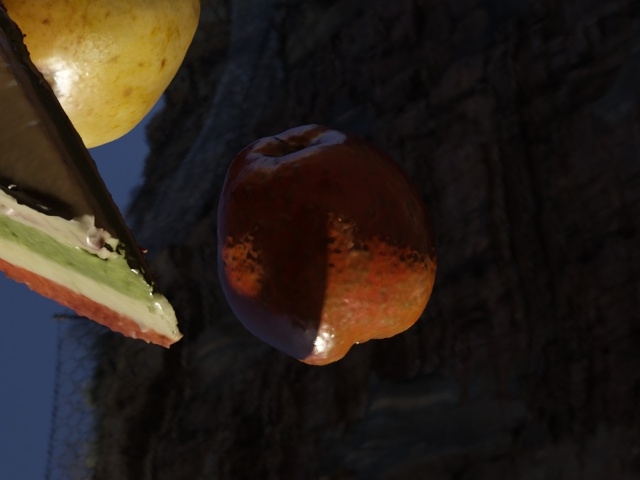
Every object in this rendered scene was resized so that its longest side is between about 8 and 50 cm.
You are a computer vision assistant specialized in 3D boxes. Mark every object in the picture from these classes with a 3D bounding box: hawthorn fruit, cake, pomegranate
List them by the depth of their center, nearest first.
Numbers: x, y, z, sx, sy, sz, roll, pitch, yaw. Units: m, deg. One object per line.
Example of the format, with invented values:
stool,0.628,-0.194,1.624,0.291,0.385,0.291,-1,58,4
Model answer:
cake,-0.145,-0.037,0.393,0.220,0.117,0.086,58,176,30
hawthorn fruit,0.000,0.000,0.948,0.189,0.189,0.189,35,-139,-38
pomegranate,-0.258,-0.236,1.231,0.307,0.307,0.307,35,-139,-38
